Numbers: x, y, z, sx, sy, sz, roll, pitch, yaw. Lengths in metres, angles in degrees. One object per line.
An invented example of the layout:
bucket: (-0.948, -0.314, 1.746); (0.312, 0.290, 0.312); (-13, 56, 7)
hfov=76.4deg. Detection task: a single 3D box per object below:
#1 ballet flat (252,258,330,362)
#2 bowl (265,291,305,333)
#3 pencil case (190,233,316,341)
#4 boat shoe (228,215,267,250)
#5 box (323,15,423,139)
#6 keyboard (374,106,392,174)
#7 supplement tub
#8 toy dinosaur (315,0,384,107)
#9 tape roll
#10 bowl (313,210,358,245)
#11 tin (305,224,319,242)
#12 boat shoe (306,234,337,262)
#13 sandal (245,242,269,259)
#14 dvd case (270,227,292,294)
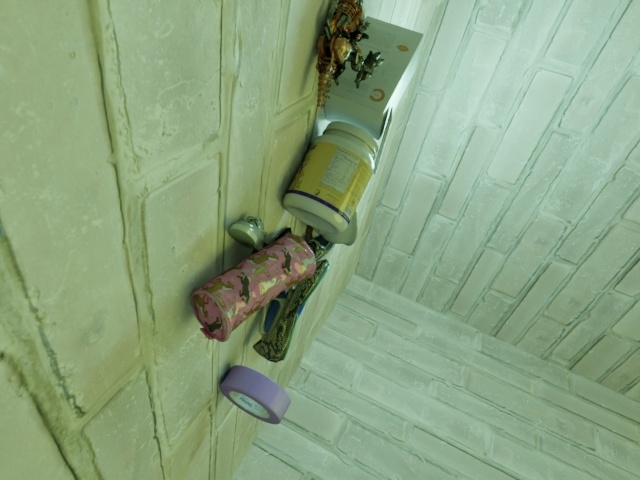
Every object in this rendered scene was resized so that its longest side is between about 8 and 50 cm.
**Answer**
ballet flat: (-0.137, 0.262, 1.690); (0.482, 0.182, 0.164); (-63, -172, -8)
bowl: (-0.145, 0.296, 1.959); (0.390, 0.077, 0.391); (-60, 167, -24)
pencil case: (-0.180, 0.123, 1.153); (0.386, 0.160, 0.167); (-33, 108, -45)
boat shoe: (-0.199, -0.030, 1.155); (0.227, 0.080, 0.081); (85, 24, -77)
box: (0.182, -0.562, 1.412); (0.345, 0.215, 0.168); (-62, 168, -15)
keyboard: (0.219, -0.342, 1.426); (0.255, 0.014, 0.072); (101, 5, -55)
supplement tub: (0.042, -0.215, 1.410); (0.330, 0.241, 0.241); (-64, 168, -11)
toy dinosaur: (0.049, -0.548, 1.162); (0.321, 0.164, 0.218); (-50, 156, 14)
tape roll: (-0.257, 0.609, 1.602); (0.090, 0.275, 0.274); (-56, 164, -37)
bowl: (0.038, -0.110, 1.703); (0.298, 0.134, 0.297); (169, -90, -74)
tin: (-0.031, -0.048, 1.893); (0.189, 0.040, 0.106); (99, 15, -52)
boat shoe: (-0.033, 0.042, 1.819); (0.301, 0.108, 0.102); (-41, 152, -15)
sandal: (-0.215, 0.077, 1.297); (0.179, 0.067, 0.040); (-58, 177, -42)
dvd case: (-0.124, 0.066, 1.462); (0.253, 0.022, 0.180); (-59, 140, -73)
